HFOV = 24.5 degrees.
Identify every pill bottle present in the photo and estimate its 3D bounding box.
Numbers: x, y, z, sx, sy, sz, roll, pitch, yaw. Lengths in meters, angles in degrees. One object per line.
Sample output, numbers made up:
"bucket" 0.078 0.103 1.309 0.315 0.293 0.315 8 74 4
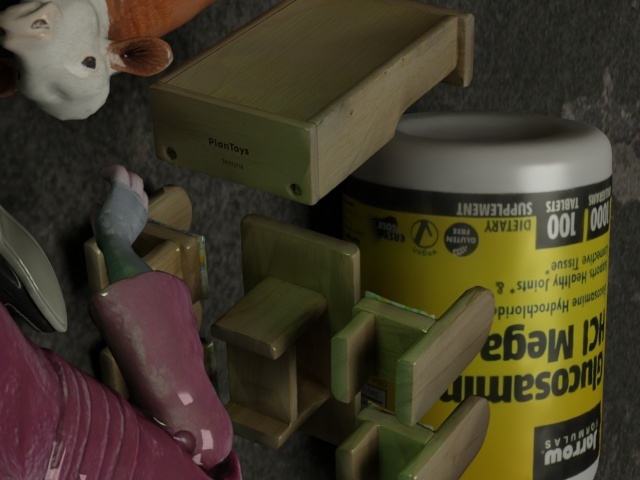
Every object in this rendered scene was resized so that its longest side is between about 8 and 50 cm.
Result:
"pill bottle" 0.109 0.083 1.055 0.188 0.188 0.333 -18 112 -52

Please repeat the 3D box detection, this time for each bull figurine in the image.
"bull figurine" -0.084 -0.191 0.796 0.310 0.101 0.188 -35 122 -47

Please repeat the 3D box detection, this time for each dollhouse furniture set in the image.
"dollhouse furniture set" 0.000 0.000 0.833 0.161 0.212 0.242 -41 140 -45

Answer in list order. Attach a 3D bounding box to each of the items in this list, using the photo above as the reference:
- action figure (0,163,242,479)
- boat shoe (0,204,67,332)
"action figure" -0.124 0.086 0.623 0.370 0.276 0.248 26 89 -44
"boat shoe" -0.172 0.010 0.772 0.125 0.038 0.046 61 7 -48
